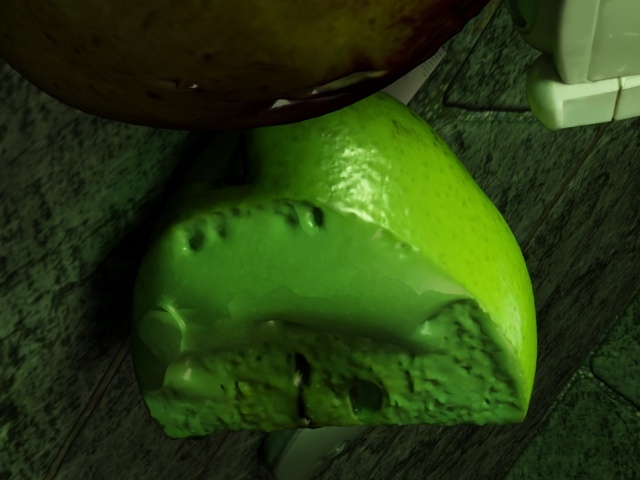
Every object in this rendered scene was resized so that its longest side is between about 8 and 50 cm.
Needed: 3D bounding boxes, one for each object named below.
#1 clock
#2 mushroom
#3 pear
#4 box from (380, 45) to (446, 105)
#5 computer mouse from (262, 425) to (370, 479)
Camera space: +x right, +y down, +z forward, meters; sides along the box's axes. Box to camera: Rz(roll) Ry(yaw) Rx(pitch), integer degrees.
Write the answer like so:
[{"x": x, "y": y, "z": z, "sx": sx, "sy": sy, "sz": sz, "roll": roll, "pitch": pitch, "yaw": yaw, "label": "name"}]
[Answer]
[{"x": 0.197, "y": -0.291, "z": 1.061, "sx": 0.184, "sy": 0.325, "sz": 0.342, "roll": -11, "pitch": 153, "yaw": -7, "label": "clock"}, {"x": -0.024, "y": -0.230, "z": 0.780, "sx": 0.334, "sy": 0.331, "sz": 0.356, "roll": 21, "pitch": 75, "yaw": -37, "label": "mushroom"}, {"x": 0.000, "y": 0.000, "z": 1.225, "sx": 0.238, "sy": 0.343, "sz": 0.318, "roll": -80, "pitch": 161, "yaw": -45, "label": "pear"}, {"x": 0.044, "y": -0.152, "z": 1.325, "sx": 0.129, "sy": 0.051, "sz": 0.130, "roll": -52, "pitch": 159, "yaw": 4, "label": "box"}, {"x": 0.056, "y": 0.184, "z": 1.868, "sx": 0.331, "sy": 0.095, "sz": 0.197, "roll": -53, "pitch": 155, "yaw": 5, "label": "computer mouse"}]
